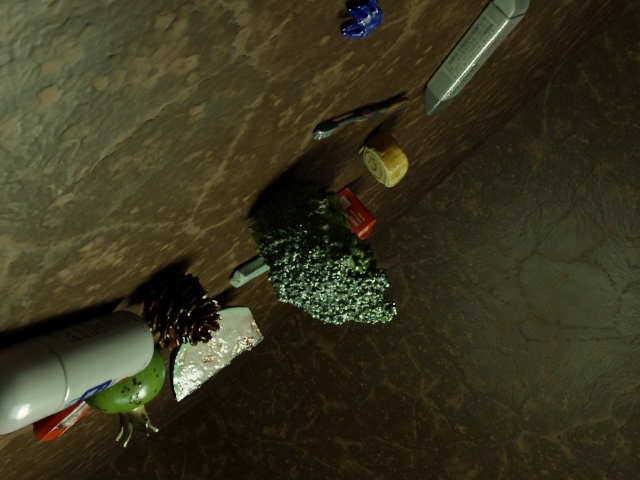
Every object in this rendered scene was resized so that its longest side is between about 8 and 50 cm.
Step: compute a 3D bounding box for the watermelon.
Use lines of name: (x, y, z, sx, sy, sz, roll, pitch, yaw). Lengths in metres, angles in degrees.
watermelon: (-0.328, 0.309, 1.673, 0.305, 0.180, 0.224, -38, 159, -24)

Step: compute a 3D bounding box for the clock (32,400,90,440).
clock: (-0.612, 0.408, 1.417, 0.155, 0.061, 0.113, -41, 171, -12)

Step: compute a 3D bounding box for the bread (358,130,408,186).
bread: (0.153, -0.191, 1.404, 0.073, 0.122, 0.149, -35, 169, -7)

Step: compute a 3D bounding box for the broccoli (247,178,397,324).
broccoli: (-0.007, -0.020, 1.304, 0.274, 0.397, 0.353, -13, 144, 5)

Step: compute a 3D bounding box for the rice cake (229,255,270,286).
rice cake: (-0.162, 0.067, 1.622, 0.221, 0.042, 0.080, -31, 172, -46)

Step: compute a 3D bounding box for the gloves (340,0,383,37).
gloves: (0.055, -0.303, 0.800, 0.064, 0.026, 0.086, -40, 171, 16)

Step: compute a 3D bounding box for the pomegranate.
pomegranate: (-0.414, 0.313, 1.236, 0.181, 0.224, 0.181, -11, -179, 0)

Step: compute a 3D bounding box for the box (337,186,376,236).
box: (0.076, -0.056, 1.691, 0.099, 0.133, 0.182, -36, 171, -11)

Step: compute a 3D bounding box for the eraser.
eraser: (0.334, -0.412, 1.266, 0.089, 0.061, 0.352, -33, 168, -41)

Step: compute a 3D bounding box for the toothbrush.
toothbrush: (0.093, -0.255, 1.180, 0.321, 0.023, 0.031, -30, 173, -42)

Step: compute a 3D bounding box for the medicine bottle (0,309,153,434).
medicine bottle: (-0.437, 0.214, 0.981, 0.130, 0.130, 0.341, -43, 170, 19)

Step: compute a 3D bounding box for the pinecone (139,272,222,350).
pinecone: (-0.281, 0.146, 1.182, 0.173, 0.173, 0.173, -39, 170, -8)
